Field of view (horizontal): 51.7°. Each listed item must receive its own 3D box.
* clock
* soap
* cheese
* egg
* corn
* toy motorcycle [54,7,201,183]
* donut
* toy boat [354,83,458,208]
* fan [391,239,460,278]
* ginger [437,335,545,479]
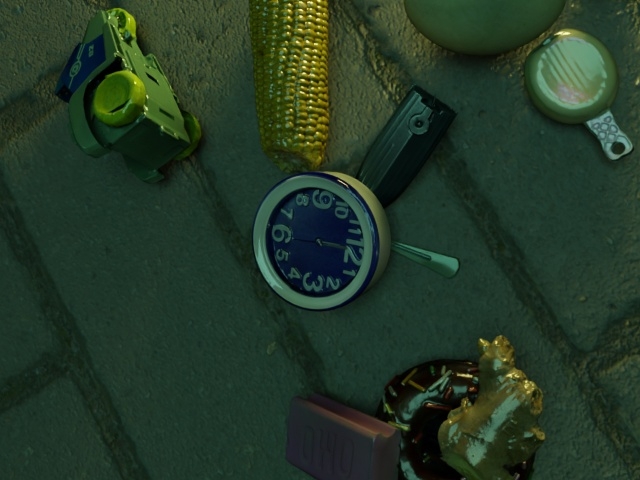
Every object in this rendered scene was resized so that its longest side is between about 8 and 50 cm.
[{"bbox_3d":[0.000,0.000,1.105,0.231,0.083,0.230,3,97,24],"label":"clock"},{"bbox_3d":[0.033,0.330,1.056,0.203,0.066,0.122,8,95,48],"label":"soap"},{"bbox_3d":[0.421,-0.226,1.052,0.137,0.064,0.227,-32,78,13],"label":"cheese"},{"bbox_3d":[0.254,-0.387,1.040,0.253,0.186,0.186,11,89,18],"label":"egg"},{"bbox_3d":[-0.053,-0.314,1.137,0.144,0.144,0.386,-3,84,14],"label":"corn"},{"bbox_3d":[-0.379,-0.267,1.207,0.200,0.191,0.326,-36,64,13],"label":"toy motorcycle"},{"bbox_3d":[0.209,0.317,1.049,0.270,0.103,0.269,-1,86,12],"label":"donut"},{"bbox_3d":[0.129,-0.144,1.114,0.093,0.103,0.246,33,108,0],"label":"toy boat"},{"bbox_3d":[0.143,0.016,1.129,0.193,0.016,0.038,21,94,14],"label":"fan"},{"bbox_3d":[0.258,0.252,0.955,0.138,0.074,0.213,24,86,12],"label":"ginger"}]
